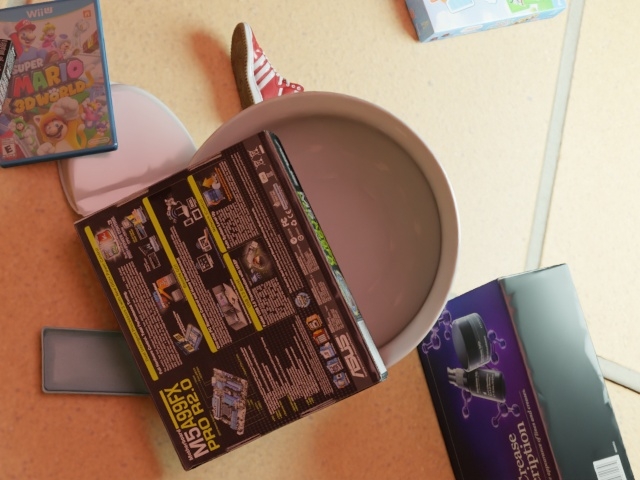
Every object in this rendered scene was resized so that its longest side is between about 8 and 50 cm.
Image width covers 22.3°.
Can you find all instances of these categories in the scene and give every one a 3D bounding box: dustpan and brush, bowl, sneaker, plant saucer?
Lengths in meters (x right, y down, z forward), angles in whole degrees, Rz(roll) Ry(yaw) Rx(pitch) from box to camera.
[{"bbox_3d":[-0.218,-0.137,1.681,0.147,0.060,0.211,-18,89,-20],"label":"dustpan and brush"},{"bbox_3d":[0.000,0.000,1.669,0.298,0.134,0.298,0,90,8],"label":"bowl"},{"bbox_3d":[-0.057,-0.183,1.786,0.067,0.042,0.118,-8,85,-27],"label":"sneaker"},{"bbox_3d":[-0.189,0.124,1.625,0.192,0.018,0.067,5,71,-28],"label":"plant saucer"}]

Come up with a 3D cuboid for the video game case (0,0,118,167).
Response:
[{"bbox_3d":[-0.273,-0.162,1.641,0.119,0.015,0.166,-9,75,0],"label":"video game case"}]

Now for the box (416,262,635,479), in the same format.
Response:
[{"bbox_3d":[0.212,0.178,1.732,0.103,0.184,0.261,-11,79,-29],"label":"box"}]

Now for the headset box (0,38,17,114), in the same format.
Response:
[{"bbox_3d":[-0.342,-0.160,1.612,0.062,0.032,0.083,7,68,4],"label":"headset box"}]

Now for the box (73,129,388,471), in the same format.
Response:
[{"bbox_3d":[-0.087,0.058,1.585,0.216,0.060,0.270,-26,86,8],"label":"box"}]

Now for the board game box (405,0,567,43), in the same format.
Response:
[{"bbox_3d":[0.185,-0.333,1.974,0.211,0.039,0.160,-15,82,-31],"label":"board game box"}]
